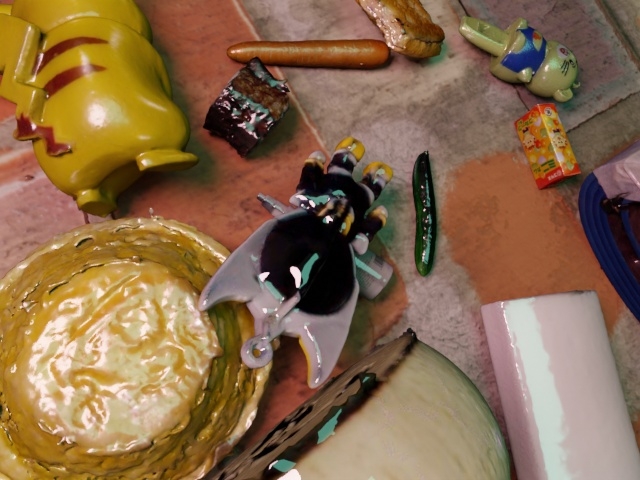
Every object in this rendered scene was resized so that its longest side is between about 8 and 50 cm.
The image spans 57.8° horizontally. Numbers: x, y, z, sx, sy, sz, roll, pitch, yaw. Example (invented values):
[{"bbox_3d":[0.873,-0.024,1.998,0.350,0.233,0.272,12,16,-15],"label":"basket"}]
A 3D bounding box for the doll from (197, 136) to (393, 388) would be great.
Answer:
[{"bbox_3d":[-0.010,0.006,0.654,0.145,0.103,0.316,53,51,-32],"label":"doll"}]

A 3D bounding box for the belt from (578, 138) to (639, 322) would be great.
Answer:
[{"bbox_3d":[0.531,0.018,0.845,0.117,0.212,0.346,-30,90,-23],"label":"belt"}]

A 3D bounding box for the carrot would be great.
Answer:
[{"bbox_3d":[-0.013,-0.270,0.833,0.248,0.043,0.043,-5,76,-19],"label":"carrot"}]

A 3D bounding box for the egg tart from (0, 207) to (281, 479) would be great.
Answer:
[{"bbox_3d":[-0.204,0.122,0.602,0.342,0.132,0.341,5,74,-17],"label":"egg tart"}]

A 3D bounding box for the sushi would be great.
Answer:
[{"bbox_3d":[-0.094,-0.167,0.747,0.084,0.094,0.098,38,50,-9],"label":"sushi"}]

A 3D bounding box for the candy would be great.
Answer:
[{"bbox_3d":[0.356,-0.148,0.913,0.038,0.062,0.121,-12,78,-22],"label":"candy"}]

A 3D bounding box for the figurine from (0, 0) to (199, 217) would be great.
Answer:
[{"bbox_3d":[-0.272,-0.191,0.650,0.218,0.169,0.326,-26,68,13],"label":"figurine"}]

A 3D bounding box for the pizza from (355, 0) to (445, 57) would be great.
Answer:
[{"bbox_3d":[0.092,-0.356,0.870,0.226,0.069,0.147,48,40,-2],"label":"pizza"}]

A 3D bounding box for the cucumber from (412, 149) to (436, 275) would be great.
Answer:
[{"bbox_3d":[0.149,-0.039,0.827,0.036,0.033,0.184,16,68,-41],"label":"cucumber"}]

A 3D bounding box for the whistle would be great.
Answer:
[{"bbox_3d":[0.326,-0.301,0.936,0.228,0.085,0.105,25,59,-11],"label":"whistle"}]

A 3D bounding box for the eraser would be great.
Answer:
[{"bbox_3d":[0.326,0.208,0.781,0.174,0.095,0.269,-5,75,-20],"label":"eraser"}]

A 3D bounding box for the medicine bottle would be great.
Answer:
[{"bbox_3d":[0.000,0.000,0.749,0.199,0.057,0.057,35,66,-7],"label":"medicine bottle"}]

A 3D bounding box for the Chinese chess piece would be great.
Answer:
[{"bbox_3d":[-0.004,0.230,0.520,0.349,0.349,0.146,-33,81,-24],"label":"Chinese chess piece"}]
